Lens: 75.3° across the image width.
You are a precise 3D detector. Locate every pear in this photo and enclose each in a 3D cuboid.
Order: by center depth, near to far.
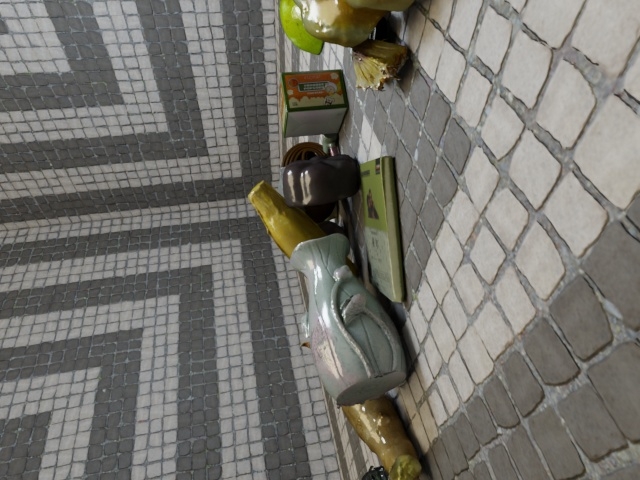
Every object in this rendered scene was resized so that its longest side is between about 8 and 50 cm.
[{"bbox_3d":[-0.057,-0.798,1.470,0.239,0.139,0.287,-124,26,-51],"label":"pear"}]

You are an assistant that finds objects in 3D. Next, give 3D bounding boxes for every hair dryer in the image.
[{"bbox_3d":[0.045,-0.307,1.463,0.106,0.054,0.154,94,162,-66],"label":"hair dryer"}]

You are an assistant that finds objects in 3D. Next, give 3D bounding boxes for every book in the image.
[{"bbox_3d":[0.151,-0.032,1.080,0.239,0.035,0.351,-148,50,-80],"label":"book"}]

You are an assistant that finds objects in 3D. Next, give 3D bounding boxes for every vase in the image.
[{"bbox_3d":[0.060,0.192,1.119,0.250,0.250,0.445,96,158,-53],"label":"vase"}]

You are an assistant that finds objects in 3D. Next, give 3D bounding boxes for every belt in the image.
[{"bbox_3d":[-0.043,-0.211,1.503,0.122,0.218,0.338,97,173,-52],"label":"belt"}]

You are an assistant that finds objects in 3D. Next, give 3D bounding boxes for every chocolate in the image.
[{"bbox_3d":[-0.065,-0.009,1.370,0.445,0.162,0.162,48,176,-12],"label":"chocolate"}]

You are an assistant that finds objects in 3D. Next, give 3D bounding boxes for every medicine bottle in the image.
[{"bbox_3d":[0.000,0.000,1.623,0.322,0.151,0.151,-174,77,-80],"label":"medicine bottle"}]

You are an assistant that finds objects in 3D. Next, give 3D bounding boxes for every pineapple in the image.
[{"bbox_3d":[0.105,-0.355,0.839,0.137,0.116,0.069,-13,40,59],"label":"pineapple"}]

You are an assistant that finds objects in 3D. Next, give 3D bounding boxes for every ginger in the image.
[{"bbox_3d":[0.151,0.540,1.142,0.375,0.166,0.236,-104,18,-59],"label":"ginger"}]

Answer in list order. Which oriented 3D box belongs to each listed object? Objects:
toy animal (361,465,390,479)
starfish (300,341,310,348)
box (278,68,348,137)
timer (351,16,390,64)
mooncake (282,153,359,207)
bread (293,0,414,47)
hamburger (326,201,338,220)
[{"bbox_3d":[0.203,0.861,1.242,0.168,0.106,0.342,145,114,-78],"label":"toy animal"},{"bbox_3d":[0.103,0.331,1.285,0.301,0.084,0.293,39,125,19],"label":"starfish"},{"bbox_3d":[-0.030,-0.443,1.342,0.177,0.195,0.148,119,143,-75],"label":"box"},{"bbox_3d":[0.113,-0.453,0.945,0.144,0.055,0.187,95,168,-45],"label":"timer"},{"bbox_3d":[-0.001,-0.179,1.252,0.245,0.245,0.133,-123,24,-68],"label":"mooncake"},{"bbox_3d":[0.063,-0.529,0.726,0.301,0.210,0.341,29,134,50],"label":"bread"},{"bbox_3d":[0.018,-0.145,1.619,0.126,0.082,0.141,-136,39,-75],"label":"hamburger"}]
